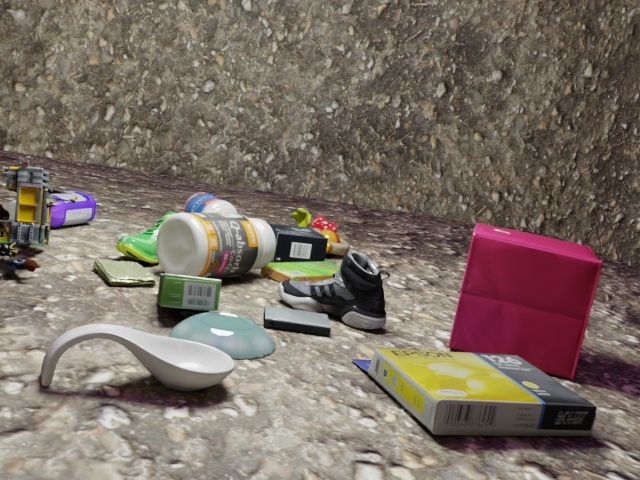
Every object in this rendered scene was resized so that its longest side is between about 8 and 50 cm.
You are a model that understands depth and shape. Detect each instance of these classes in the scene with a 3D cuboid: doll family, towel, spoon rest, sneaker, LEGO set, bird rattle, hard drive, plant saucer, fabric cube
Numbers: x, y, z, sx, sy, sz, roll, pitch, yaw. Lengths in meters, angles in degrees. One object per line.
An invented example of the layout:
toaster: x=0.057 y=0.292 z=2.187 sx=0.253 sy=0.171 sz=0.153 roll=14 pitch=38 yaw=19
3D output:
doll family: x=-0.650 y=0.037 z=1.431 sx=0.111 sy=0.076 sz=0.193 roll=-7 pitch=1 yaw=41
towel: x=-0.435 y=0.071 z=1.606 sx=0.110 sy=0.027 sz=0.148 roll=5 pitch=11 yaw=-34
spoon rest: x=-0.260 y=0.170 z=1.061 sx=0.276 sy=0.084 sz=0.137 roll=5 pitch=11 yaw=-25
sneaker: x=-0.404 y=-0.012 z=1.832 sx=0.109 sy=0.123 sz=0.295 roll=15 pitch=12 yaw=25
LEGO set: x=-0.701 y=-0.091 z=1.592 sx=0.255 sy=0.192 sz=0.331 roll=4 pitch=-2 yaw=-4
bird rattle: x=0.000 y=0.000 z=2.329 sx=0.207 sy=0.143 sz=0.253 roll=31 pitch=7 yaw=34
hard drive: x=-0.049 y=0.164 z=1.485 sx=0.135 sy=0.022 sz=0.094 roll=9 pitch=10 yaw=-7
sneaker: x=0.033 y=0.092 z=1.600 sx=0.269 sy=0.153 sz=0.101 roll=15 pitch=11 yaw=27
plant saucer: x=-0.175 y=0.164 z=1.317 sx=0.195 sy=0.037 sz=0.195 roll=10 pitch=11 yaw=-2
fabric cube: x=0.436 y=0.117 z=1.567 sx=0.258 sy=0.259 sz=0.254 roll=13 pitch=9 yaw=13

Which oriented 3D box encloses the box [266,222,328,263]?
box: x=-0.079 y=0.013 z=2.121 sx=0.156 sy=0.093 sz=0.158 roll=7 pitch=9 yaw=-20

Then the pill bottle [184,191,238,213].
pill bottle: x=-0.331 y=-0.073 z=2.252 sx=0.124 sy=0.124 sz=0.221 roll=4 pitch=11 yaw=-34

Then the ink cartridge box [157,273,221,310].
ink cartridge box: x=-0.268 y=0.102 z=1.444 sx=0.109 sy=0.062 sz=0.209 roll=7 pitch=-4 yaw=-15

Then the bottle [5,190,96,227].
bottle: x=-0.741 y=-0.084 z=1.987 sx=0.118 sy=0.092 sz=0.283 roll=12 pitch=10 yaw=15

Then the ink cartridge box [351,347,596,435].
ink cartridge box: x=0.251 y=0.240 z=1.240 sx=0.304 sy=0.072 sz=0.307 roll=6 pitch=13 yaw=-23

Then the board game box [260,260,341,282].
board game box: x=-0.022 y=0.086 z=1.924 sx=0.259 sy=0.039 sz=0.124 roll=-4 pitch=17 yaw=-45

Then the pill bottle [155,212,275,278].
pill bottle: x=-0.245 y=0.012 z=1.750 sx=0.162 sy=0.162 sz=0.278 roll=17 pitch=12 yaw=35
